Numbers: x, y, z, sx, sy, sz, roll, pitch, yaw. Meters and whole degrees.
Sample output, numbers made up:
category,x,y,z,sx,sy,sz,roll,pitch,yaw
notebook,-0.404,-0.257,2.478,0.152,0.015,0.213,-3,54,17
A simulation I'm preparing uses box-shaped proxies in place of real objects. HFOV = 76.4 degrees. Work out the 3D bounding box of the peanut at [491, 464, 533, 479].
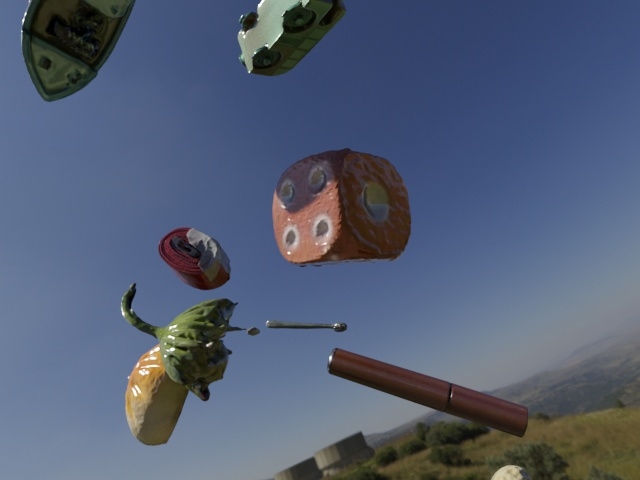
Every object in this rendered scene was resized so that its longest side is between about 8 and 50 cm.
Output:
category,x,y,z,sx,sy,sz,roll,pitch,yaw
peanut,0.446,0.682,0.966,0.298,0.136,0.120,-34,-21,-45

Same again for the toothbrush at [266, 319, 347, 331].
category,x,y,z,sx,sy,sz,roll,pitch,yaw
toothbrush,-0.054,0.294,1.393,0.298,0.030,0.031,-2,7,21

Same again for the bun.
category,x,y,z,sx,sy,sz,roll,pitch,yaw
bun,-0.456,0.408,1.144,0.165,0.298,0.299,23,-45,-12

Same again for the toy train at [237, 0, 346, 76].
category,x,y,z,sx,sy,sz,roll,pitch,yaw
toy train,-0.083,-0.526,0.989,0.159,0.129,0.326,-10,-8,-40

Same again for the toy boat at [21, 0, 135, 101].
category,x,y,z,sx,sy,sz,roll,pitch,yaw
toy boat,-0.442,-0.410,0.751,0.145,0.133,0.331,21,-71,-51

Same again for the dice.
category,x,y,z,sx,sy,sz,roll,pitch,yaw
dice,0.032,-0.041,0.685,0.175,0.173,0.179,2,-12,-45

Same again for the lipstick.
category,x,y,z,sx,sy,sz,roll,pitch,yaw
lipstick,0.185,0.275,0.753,0.357,0.057,0.057,13,-21,18

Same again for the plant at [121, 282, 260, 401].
category,x,y,z,sx,sy,sz,roll,pitch,yaw
plant,-0.347,0.238,0.957,0.334,0.251,0.180,-1,-60,16

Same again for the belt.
category,x,y,z,sx,sy,sz,roll,pitch,yaw
belt,-0.343,0.045,1.101,0.128,0.201,0.124,-54,-27,-23
